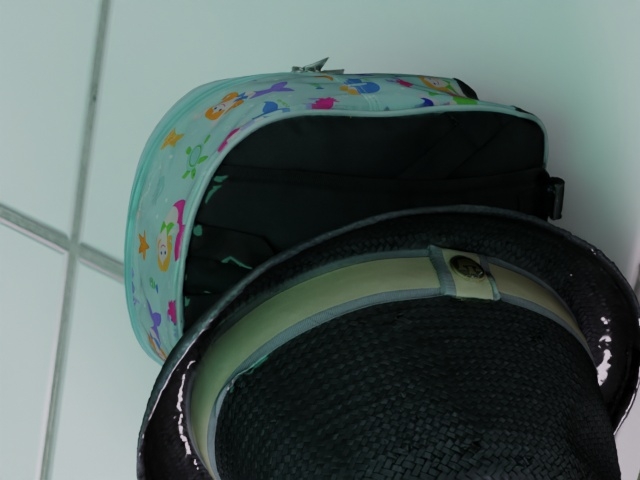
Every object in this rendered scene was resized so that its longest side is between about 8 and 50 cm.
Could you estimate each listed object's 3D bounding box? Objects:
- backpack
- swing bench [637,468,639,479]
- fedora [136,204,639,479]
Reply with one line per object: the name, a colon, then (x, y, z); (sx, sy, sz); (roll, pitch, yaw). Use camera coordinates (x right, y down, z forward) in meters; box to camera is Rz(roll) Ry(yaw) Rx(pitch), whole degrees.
backpack: (0.000, 0.000, 1.012); (0.191, 0.253, 0.225); (29, 119, 53)
swing bench: (0.311, 0.065, 0.821); (0.253, 0.165, 0.255); (-9, 63, 40)
fedora: (0.066, 0.137, 0.923); (0.334, 0.334, 0.152); (-62, 34, 29)
